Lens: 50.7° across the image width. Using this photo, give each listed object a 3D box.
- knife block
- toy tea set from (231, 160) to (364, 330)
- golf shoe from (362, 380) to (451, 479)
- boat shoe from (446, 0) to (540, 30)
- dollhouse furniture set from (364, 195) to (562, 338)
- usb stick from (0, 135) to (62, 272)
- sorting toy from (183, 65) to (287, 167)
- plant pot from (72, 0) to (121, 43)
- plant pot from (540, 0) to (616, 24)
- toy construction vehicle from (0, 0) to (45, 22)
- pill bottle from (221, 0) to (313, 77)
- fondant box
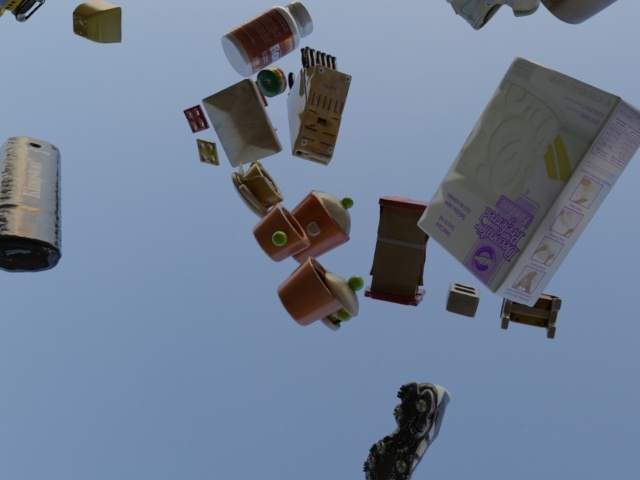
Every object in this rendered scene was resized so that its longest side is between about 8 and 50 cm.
[{"bbox_3d":[-0.026,-0.311,1.555,0.088,0.242,0.276,14,-92,-21],"label":"knife block"},{"bbox_3d":[0.000,0.000,0.934,0.124,0.200,0.336,-36,-139,8],"label":"toy tea set"},{"bbox_3d":[0.181,0.410,1.348,0.105,0.120,0.273,37,-71,43],"label":"golf shoe"},{"bbox_3d":[0.172,-0.233,0.591,0.068,0.190,0.072,-34,-82,-6],"label":"boat shoe"},{"bbox_3d":[0.282,0.042,1.323,0.374,0.152,0.201,11,-82,11],"label":"dollhouse furniture set"},{"bbox_3d":[-0.344,-0.051,0.791,0.278,0.077,0.045,-121,-139,-53],"label":"usb stick"},{"bbox_3d":[-0.132,-0.205,1.175,0.274,0.046,0.132,-10,-72,46],"label":"sorting toy"},{"bbox_3d":[-0.498,-0.479,1.486,0.081,0.083,0.081,26,-54,23],"label":"plant pot"},{"bbox_3d":[0.473,-0.501,1.043,0.254,0.237,0.237,-16,-114,51],"label":"plant pot"},{"bbox_3d":[-0.276,-0.228,0.601,0.098,0.035,0.086,-35,-133,16],"label":"toy construction vehicle"},{"bbox_3d":[-0.129,-0.509,1.687,0.216,0.121,0.121,-35,-113,-16],"label":"pill bottle"},{"bbox_3d":[0.323,-0.099,1.072,0.330,0.096,0.238,-62,-147,16],"label":"fondant box"}]
